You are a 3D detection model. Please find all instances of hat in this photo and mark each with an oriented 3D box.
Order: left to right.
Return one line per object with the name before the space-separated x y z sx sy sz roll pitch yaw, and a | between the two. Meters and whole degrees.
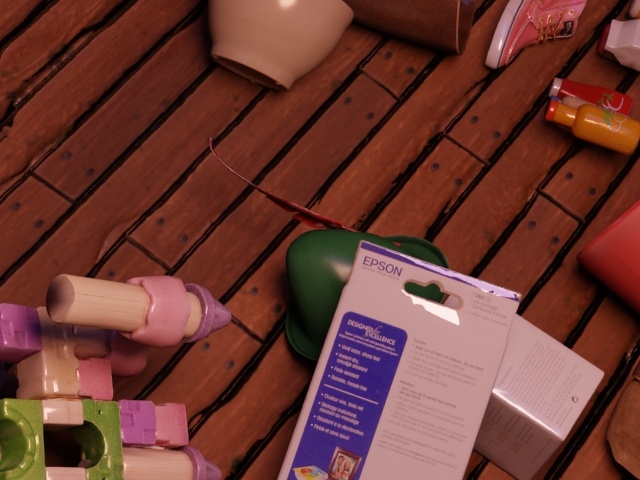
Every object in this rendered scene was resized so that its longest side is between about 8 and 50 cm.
hat | 0.000 0.000 1.590 0.208 0.184 0.173 -11 40 25

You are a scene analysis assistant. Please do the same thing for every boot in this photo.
boot | 0.432 0.242 1.646 0.305 0.112 0.115 30 91 0

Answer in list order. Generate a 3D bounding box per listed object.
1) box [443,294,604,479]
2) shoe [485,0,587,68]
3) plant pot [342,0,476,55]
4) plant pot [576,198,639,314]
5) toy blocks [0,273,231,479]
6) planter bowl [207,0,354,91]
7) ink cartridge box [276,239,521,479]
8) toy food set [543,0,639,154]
box | 0.174 0.142 1.609 0.170 0.130 0.091 35 61 8
shoe | 0.258 -0.257 1.883 0.081 0.063 0.178 25 55 8
plant pot | 0.062 -0.333 1.820 0.230 0.215 0.215 10 59 10
plant pot | 0.446 0.020 1.674 0.275 0.275 0.243 -38 85 -26
toy blocks | -0.200 0.196 1.484 0.260 0.309 0.289 9 68 -44
planter bowl | -0.057 -0.230 1.764 0.162 0.162 0.109 23 86 2
ink cartridge box | 0.061 0.181 1.511 0.165 0.065 0.333 20 91 6
toy food set | 0.319 -0.194 1.833 0.104 0.111 0.232 19 62 -1
